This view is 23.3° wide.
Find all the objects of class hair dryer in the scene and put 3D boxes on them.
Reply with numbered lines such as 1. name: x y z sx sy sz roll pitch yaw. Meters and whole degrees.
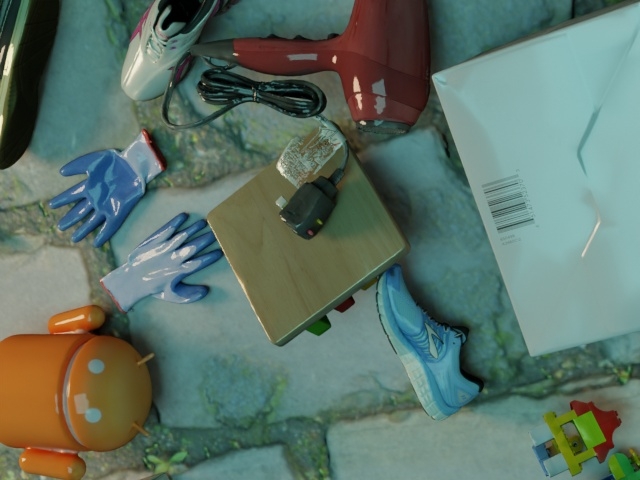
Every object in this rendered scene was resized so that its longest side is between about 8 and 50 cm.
1. hair dryer: -0.004 -0.169 1.429 0.223 0.080 0.293 44 98 12

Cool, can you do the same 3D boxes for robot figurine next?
1. robot figurine: -0.273 0.160 1.658 0.219 0.158 0.128 -1 127 26

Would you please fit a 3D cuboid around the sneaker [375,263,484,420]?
1. sneaker: 0.107 0.090 1.509 0.073 0.063 0.162 -26 97 10

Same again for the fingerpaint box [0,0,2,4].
1. fingerpaint box: -0.456 -0.466 1.537 0.371 0.163 0.444 30 115 14

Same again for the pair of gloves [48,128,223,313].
1. pair of gloves: -0.194 -0.012 1.630 0.159 0.023 0.198 -32 89 29

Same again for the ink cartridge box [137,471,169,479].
1. ink cartridge box: -0.241 0.367 1.721 0.219 0.092 0.160 -21 96 28

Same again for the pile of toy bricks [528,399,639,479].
1. pile of toy bricks: 0.285 0.249 1.452 0.105 0.118 0.212 -25 76 1

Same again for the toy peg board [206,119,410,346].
1. toy peg board: 0.000 0.000 1.500 0.161 0.079 0.161 -37 61 14

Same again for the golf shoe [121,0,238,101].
1. golf shoe: -0.149 -0.208 1.516 0.067 0.086 0.186 43 119 8

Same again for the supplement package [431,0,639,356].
1. supplement package: 0.248 -0.062 1.339 0.204 0.145 0.261 -17 97 27

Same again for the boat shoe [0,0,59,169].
1. boat shoe: -0.329 -0.182 1.610 0.073 0.080 0.223 23 118 12
